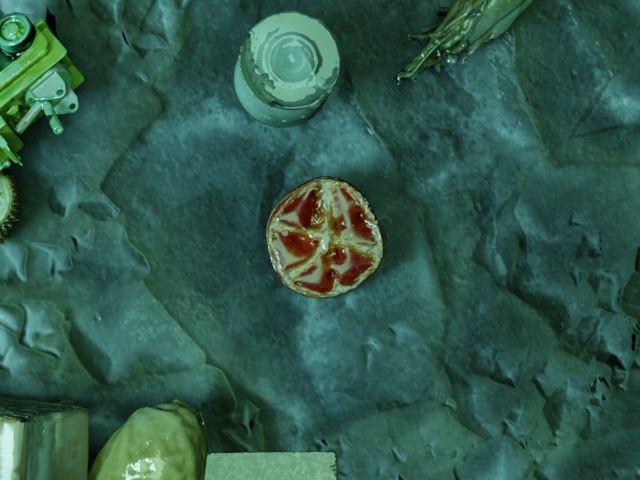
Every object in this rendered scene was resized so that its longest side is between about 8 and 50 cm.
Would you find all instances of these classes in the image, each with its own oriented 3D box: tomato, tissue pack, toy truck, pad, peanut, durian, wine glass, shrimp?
[{"bbox_3d":[0.000,0.000,1.620,0.155,0.069,0.156,0,88,-9],"label":"tomato"},{"bbox_3d":[-0.380,0.344,1.521,0.238,0.238,0.306,2,89,-6],"label":"tissue pack"},{"bbox_3d":[-0.404,-0.142,1.528,0.259,0.128,0.135,-37,69,-7],"label":"toy truck"},{"bbox_3d":[-0.095,0.354,1.641,0.234,0.003,0.158,0,89,-6],"label":"pad"},{"bbox_3d":[-0.223,0.351,1.562,0.149,0.149,0.313,8,97,-6],"label":"peanut"},{"bbox_3d":[-0.418,-0.037,1.579,0.110,0.071,0.140,21,71,19],"label":"durian"},{"bbox_3d":[-0.044,-0.202,1.532,0.126,0.241,0.127,0,90,-7],"label":"wine glass"},{"bbox_3d":[0.170,-0.364,1.642,0.246,0.085,0.360,27,84,4],"label":"shrimp"}]
